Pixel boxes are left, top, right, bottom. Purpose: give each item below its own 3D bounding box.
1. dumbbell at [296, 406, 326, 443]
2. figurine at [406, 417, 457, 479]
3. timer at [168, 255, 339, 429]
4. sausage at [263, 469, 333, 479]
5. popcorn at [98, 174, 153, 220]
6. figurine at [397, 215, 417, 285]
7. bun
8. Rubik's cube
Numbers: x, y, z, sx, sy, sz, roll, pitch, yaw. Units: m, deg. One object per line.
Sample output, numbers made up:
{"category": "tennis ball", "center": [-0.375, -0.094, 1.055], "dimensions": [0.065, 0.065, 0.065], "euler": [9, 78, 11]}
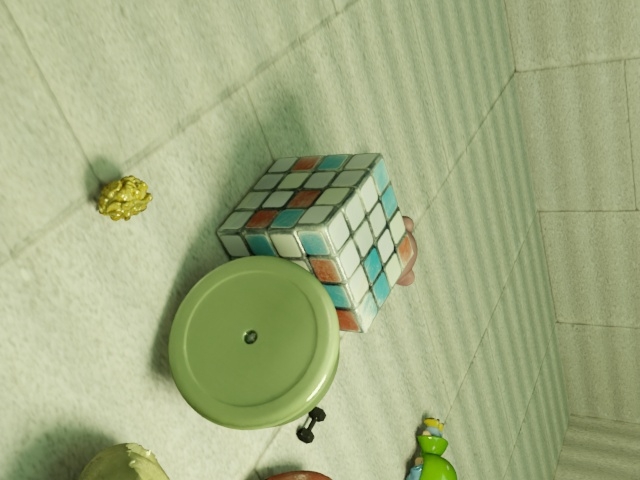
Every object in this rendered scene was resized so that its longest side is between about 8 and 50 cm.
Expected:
{"category": "dumbbell", "center": [-0.020, 0.413, 1.482], "dimensions": [0.083, 0.040, 0.036], "euler": [-56, 165, -39]}
{"category": "figurine", "center": [0.327, 0.657, 1.940], "dimensions": [0.162, 0.143, 0.264], "euler": [56, 37, -49]}
{"category": "timer", "center": [-0.087, 0.217, 1.211], "dimensions": [0.315, 0.290, 0.291], "euler": [66, 37, -64]}
{"category": "sausage", "center": [-0.053, 0.543, 1.356], "dimensions": [0.254, 0.148, 0.148], "euler": [25, 71, -50]}
{"category": "popcorn", "center": [-0.300, -0.062, 1.007], "dimensions": [0.057, 0.083, 0.082], "euler": [57, 3, 0]}
{"category": "figurine", "center": [0.152, 0.026, 1.609], "dimensions": [0.173, 0.173, 0.174], "euler": [-4, 95, -56]}
{"category": "bun", "center": [-0.272, 0.419, 0.939], "dimensions": [0.152, 0.259, 0.259], "euler": [-30, 124, -8]}
{"category": "Rubik's cube", "center": [0.000, 0.001, 1.300], "dimensions": [0.259, 0.253, 0.256], "euler": [-56, 134, -41]}
